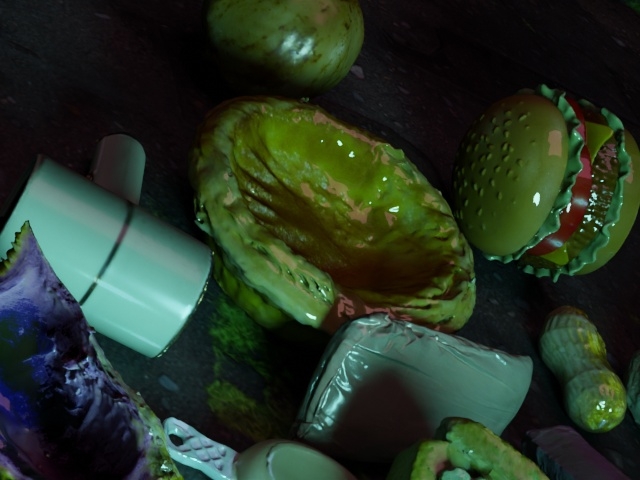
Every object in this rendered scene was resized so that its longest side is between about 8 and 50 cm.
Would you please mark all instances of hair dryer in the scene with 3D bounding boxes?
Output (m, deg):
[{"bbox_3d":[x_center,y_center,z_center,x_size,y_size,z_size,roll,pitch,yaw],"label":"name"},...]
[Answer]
[{"bbox_3d":[-0.222,-0.035,1.480,0.203,0.128,0.362,29,21,-16],"label":"hair dryer"}]

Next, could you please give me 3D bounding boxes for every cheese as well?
[{"bbox_3d":[-0.052,0.229,1.326,0.227,0.064,0.137,30,27,-14],"label":"cheese"}]

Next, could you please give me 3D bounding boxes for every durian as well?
[{"bbox_3d":[-0.201,0.152,1.195,0.186,0.153,0.260,39,14,-54],"label":"durian"}]

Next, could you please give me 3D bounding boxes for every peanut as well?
[{"bbox_3d":[0.343,0.167,1.883,0.087,0.087,0.207,22,33,-29],"label":"peanut"}]

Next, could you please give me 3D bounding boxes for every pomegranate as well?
[{"bbox_3d":[-0.058,-0.296,1.957,0.248,0.248,0.248,30,28,-18],"label":"pomegranate"}]

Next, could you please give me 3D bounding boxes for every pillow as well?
[{"bbox_3d":[0.098,0.172,1.492,0.270,0.173,0.067,19,5,-35],"label":"pillow"}]

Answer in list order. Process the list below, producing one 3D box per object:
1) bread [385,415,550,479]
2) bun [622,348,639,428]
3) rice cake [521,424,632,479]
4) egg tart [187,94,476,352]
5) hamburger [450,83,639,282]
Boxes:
[{"bbox_3d":[0.142,0.291,1.283,0.186,0.124,0.257,-26,83,-17],"label":"bread"},{"bbox_3d":[0.540,0.219,1.984,0.239,0.141,0.239,27,28,-16],"label":"bun"},{"bbox_3d":[0.305,0.276,1.538,0.072,0.056,0.365,-5,12,-13],"label":"rice cake"},{"bbox_3d":[0.000,0.000,1.630,0.387,0.169,0.388,26,32,-18],"label":"egg tart"},{"bbox_3d":[0.303,-0.086,2.029,0.212,0.274,0.274,15,35,-26],"label":"hamburger"}]
